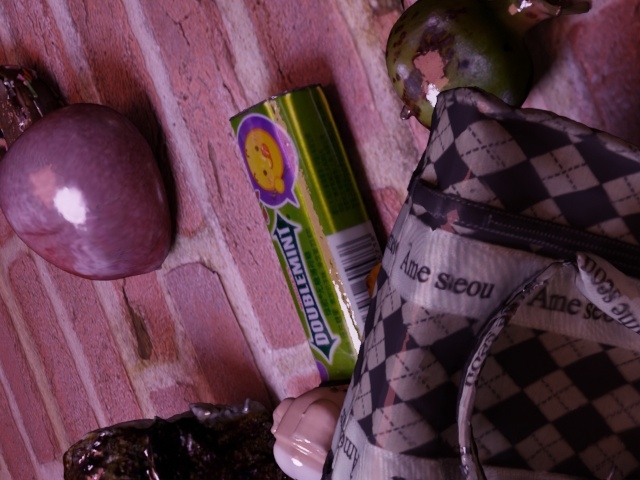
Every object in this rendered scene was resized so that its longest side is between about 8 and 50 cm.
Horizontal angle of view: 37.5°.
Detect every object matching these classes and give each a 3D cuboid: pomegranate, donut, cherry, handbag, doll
[{"bbox_3d":[0.137,-0.174,0.857,0.148,0.148,0.169,47,129,25],"label":"pomegranate"},{"bbox_3d":[-0.514,-0.173,1.617,0.270,0.103,0.269,22,120,44],"label":"donut"},{"bbox_3d":[-0.344,-0.067,1.386,0.307,0.221,0.261,54,144,-10],"label":"cherry"},{"bbox_3d":[0.186,0.118,0.738,0.180,0.317,0.416,-116,41,-77],"label":"handbag"},{"bbox_3d":[0.011,0.243,1.137,0.154,0.119,0.278,29,166,1],"label":"doll"}]

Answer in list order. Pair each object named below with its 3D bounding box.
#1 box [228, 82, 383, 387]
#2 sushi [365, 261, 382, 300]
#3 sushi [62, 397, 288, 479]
[{"bbox_3d":[0.000,0.000,1.111,0.134,0.097,0.345,-15,95,53],"label":"box"},{"bbox_3d":[0.155,0.072,0.938,0.167,0.179,0.296,50,159,-13],"label":"sushi"},{"bbox_3d":[-0.196,0.324,1.283,0.196,0.343,0.182,-46,58,45],"label":"sushi"}]
